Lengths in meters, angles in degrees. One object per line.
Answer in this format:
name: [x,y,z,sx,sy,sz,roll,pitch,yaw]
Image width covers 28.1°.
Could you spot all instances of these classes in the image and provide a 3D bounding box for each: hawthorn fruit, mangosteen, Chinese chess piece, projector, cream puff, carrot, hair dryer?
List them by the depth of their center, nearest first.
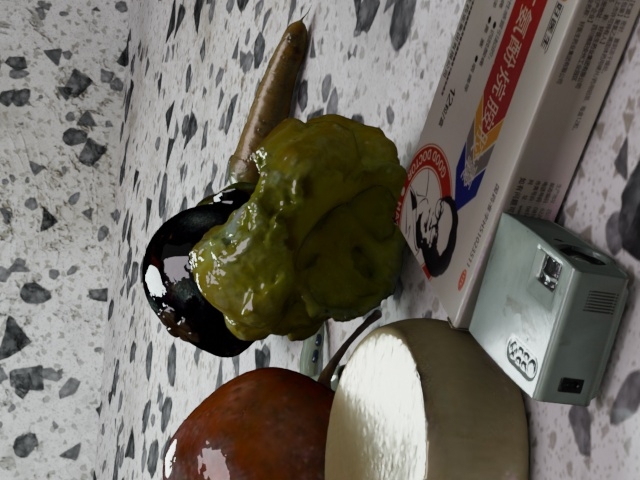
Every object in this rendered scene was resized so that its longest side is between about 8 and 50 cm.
projector: [0.183,0.052,1.027,0.147,0.061,0.115,-129,49,-66]
Chinese chess piece: [0.091,0.203,1.174,0.273,0.102,0.273,-173,90,-70]
cream puff: [-0.001,0.000,1.365,0.185,0.282,0.282,39,131,19]
hawthorn fruit: [-0.044,0.251,1.384,0.235,0.263,0.231,-17,101,37]
hair dryer: [0.008,0.137,1.564,0.167,0.067,0.199,-18,50,60]
mangosteen: [-0.137,0.038,1.781,0.243,0.243,0.243,-172,90,-72]
carrot: [-0.066,-0.208,1.890,0.078,0.078,0.298,-133,59,-67]

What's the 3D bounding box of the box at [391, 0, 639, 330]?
box: [0.168,-0.119,1.149,0.214,0.069,0.353,-114,35,-58]
